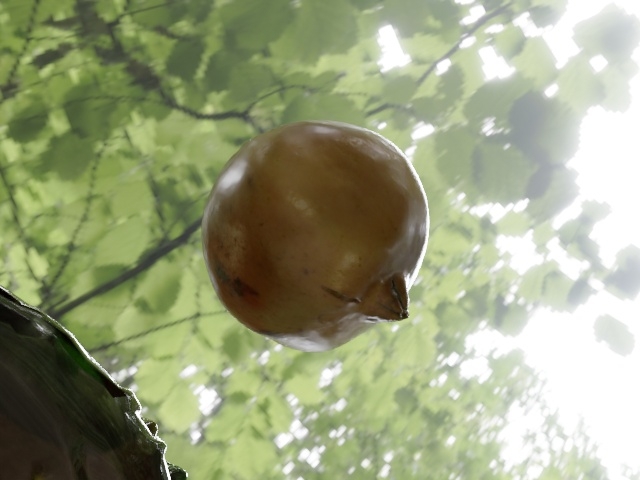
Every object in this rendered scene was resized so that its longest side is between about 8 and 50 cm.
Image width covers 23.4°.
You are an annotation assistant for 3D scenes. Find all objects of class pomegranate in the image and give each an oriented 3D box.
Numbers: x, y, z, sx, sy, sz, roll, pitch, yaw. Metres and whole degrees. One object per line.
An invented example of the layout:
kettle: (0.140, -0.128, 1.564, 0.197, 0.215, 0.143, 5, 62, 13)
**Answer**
pomegranate: (-0.003, -0.005, 1.348, 0.209, 0.209, 0.209, 6, -74, 20)

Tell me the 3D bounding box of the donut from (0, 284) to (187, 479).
donut: (-0.145, 0.114, 0.512, 0.230, 0.096, 0.216, 21, -95, 15)
